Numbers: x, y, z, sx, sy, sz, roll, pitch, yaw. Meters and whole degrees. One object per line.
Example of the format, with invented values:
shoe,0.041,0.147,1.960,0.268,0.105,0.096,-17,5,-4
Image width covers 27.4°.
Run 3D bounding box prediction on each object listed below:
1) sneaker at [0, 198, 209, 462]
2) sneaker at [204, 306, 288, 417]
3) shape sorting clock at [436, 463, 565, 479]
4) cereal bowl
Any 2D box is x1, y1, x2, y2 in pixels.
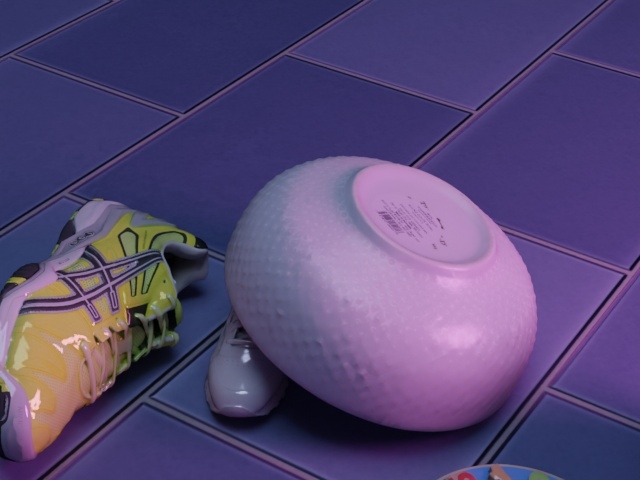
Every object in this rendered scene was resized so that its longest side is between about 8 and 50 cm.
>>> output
sneaker,-0.225,0.077,1.341,0.147,0.145,0.384,8,36,10
sneaker,-0.068,0.090,1.374,0.090,0.094,0.235,7,36,5
shape sorting clock,0.173,0.274,1.158,0.206,0.040,0.206,1,34,-1
cereal bowl,0.080,0.025,1.342,0.339,0.141,0.339,19,35,-14
